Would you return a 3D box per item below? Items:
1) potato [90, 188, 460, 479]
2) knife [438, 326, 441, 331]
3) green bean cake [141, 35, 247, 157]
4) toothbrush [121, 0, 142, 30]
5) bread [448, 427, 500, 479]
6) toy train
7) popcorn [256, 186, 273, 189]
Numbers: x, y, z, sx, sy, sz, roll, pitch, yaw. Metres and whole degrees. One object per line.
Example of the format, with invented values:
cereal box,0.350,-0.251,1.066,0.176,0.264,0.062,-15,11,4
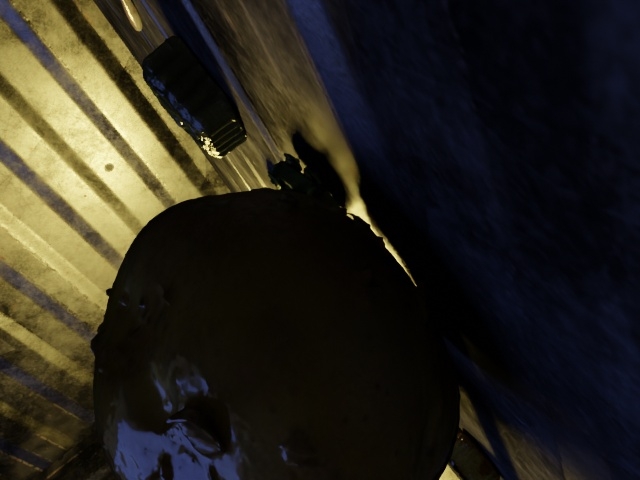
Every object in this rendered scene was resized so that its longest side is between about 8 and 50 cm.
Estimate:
potato,-0.089,0.106,0.691,0.442,0.385,0.319,4,125,42
knife,0.142,0.129,0.857,0.054,0.015,0.212,51,174,20
green bean cake,-0.221,-0.244,1.089,0.185,0.094,0.183,47,172,6
toothbrush,-0.397,-0.491,1.244,0.029,0.025,0.307,44,173,0
bread,0.309,0.463,1.291,0.140,0.069,0.128,50,175,-10
toy train,-0.022,-0.068,0.813,0.081,0.050,0.122,48,176,-35
popcorn,-0.115,-0.054,1.294,0.116,0.106,0.120,61,175,6
